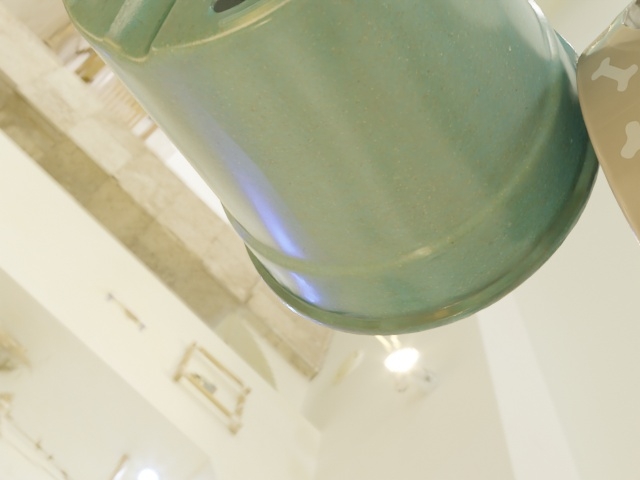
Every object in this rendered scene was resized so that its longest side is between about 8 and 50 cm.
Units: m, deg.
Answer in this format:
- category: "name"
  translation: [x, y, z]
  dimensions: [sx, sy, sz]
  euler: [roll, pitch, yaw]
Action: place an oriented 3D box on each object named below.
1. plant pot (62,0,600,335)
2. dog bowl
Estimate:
- category: "plant pot"
  translation: [0.009, -0.145, 0.693]
  dimensions: [0.341, 0.334, 0.341]
  euler: [-12, -121, 21]
- category: "dog bowl"
  translation: [0.318, -0.039, 0.697]
  dimensions: [0.102, 0.349, 0.349]
  euler: [-31, -166, 31]
